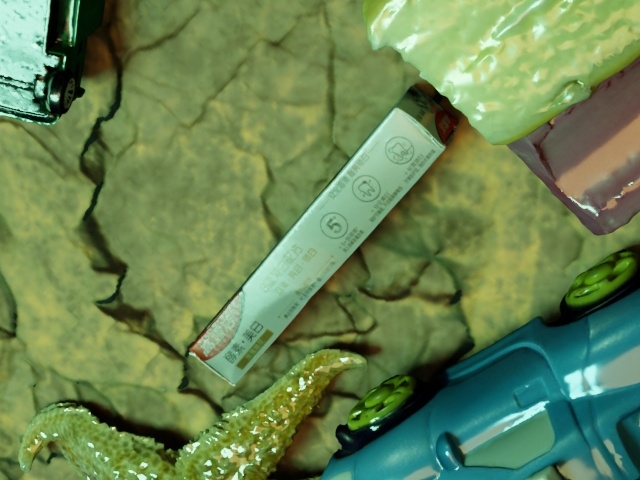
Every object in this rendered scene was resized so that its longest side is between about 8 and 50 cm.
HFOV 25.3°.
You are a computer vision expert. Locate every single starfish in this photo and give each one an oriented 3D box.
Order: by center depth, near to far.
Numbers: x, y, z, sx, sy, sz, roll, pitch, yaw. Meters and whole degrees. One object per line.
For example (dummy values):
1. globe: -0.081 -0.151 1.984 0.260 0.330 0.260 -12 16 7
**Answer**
1. starfish: -0.053 0.200 0.975 0.302 0.060 0.299 -36 98 22

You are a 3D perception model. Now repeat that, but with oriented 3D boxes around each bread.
1. bread: 0.131 -0.187 0.677 0.239 0.246 0.111 -40 111 24

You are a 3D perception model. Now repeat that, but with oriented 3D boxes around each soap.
1. soap: 0.204 -0.126 0.723 0.250 0.162 0.099 -40 99 25

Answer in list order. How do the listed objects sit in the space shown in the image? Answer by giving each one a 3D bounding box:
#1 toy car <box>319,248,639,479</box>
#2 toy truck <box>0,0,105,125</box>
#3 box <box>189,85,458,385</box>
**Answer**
1. toy car: 0.141 0.151 0.844 0.314 0.166 0.198 -30 100 15
2. toy truck: -0.165 -0.147 0.842 0.065 0.079 0.147 14 114 5
3. box: 0.000 0.000 0.881 0.039 0.055 0.218 39 114 -3
